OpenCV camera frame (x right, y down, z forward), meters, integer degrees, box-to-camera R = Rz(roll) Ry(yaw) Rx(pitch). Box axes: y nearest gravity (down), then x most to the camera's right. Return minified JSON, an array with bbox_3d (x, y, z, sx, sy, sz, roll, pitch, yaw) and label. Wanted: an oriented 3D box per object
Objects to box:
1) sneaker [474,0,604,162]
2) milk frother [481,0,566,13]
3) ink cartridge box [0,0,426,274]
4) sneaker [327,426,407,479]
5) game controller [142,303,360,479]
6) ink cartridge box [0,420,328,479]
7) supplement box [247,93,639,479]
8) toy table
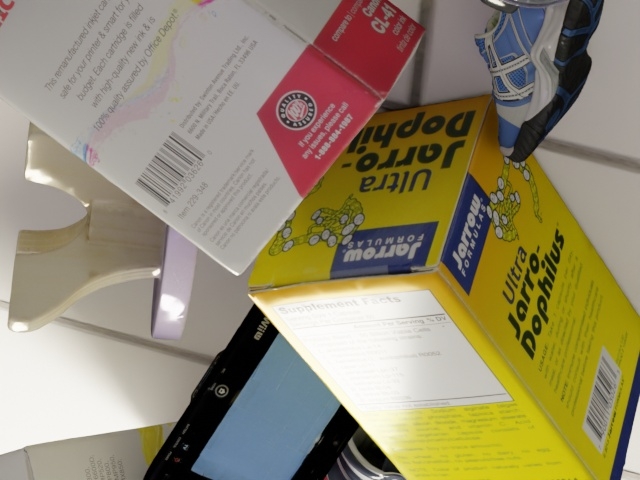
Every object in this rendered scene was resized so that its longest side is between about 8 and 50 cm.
[{"bbox_3d":[0.166,-0.146,1.522,0.081,0.080,0.211,31,145,16],"label":"sneaker"},{"bbox_3d":[0.186,-0.219,1.347,0.143,0.134,0.129,13,145,11],"label":"milk frother"},{"bbox_3d":[-0.110,-0.156,1.477,0.306,0.131,0.226,39,129,-4],"label":"ink cartridge box"},{"bbox_3d":[0.141,0.269,2.064,0.282,0.099,0.153,19,147,8],"label":"sneaker"},{"bbox_3d":[-0.044,0.168,1.887,0.166,0.067,0.319,25,104,-33],"label":"game controller"},{"bbox_3d":[-0.219,0.292,2.045,0.385,0.160,0.279,-5,168,-44],"label":"ink cartridge box"},{"bbox_3d":[0.126,0.067,1.712,0.194,0.195,0.356,-7,138,33],"label":"supplement box"},{"bbox_3d":[-0.192,-0.019,1.736,0.161,0.252,0.274,6,134,-8],"label":"toy table"}]
